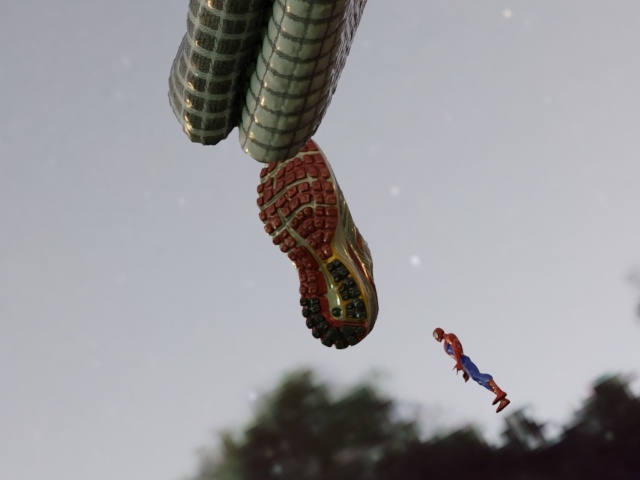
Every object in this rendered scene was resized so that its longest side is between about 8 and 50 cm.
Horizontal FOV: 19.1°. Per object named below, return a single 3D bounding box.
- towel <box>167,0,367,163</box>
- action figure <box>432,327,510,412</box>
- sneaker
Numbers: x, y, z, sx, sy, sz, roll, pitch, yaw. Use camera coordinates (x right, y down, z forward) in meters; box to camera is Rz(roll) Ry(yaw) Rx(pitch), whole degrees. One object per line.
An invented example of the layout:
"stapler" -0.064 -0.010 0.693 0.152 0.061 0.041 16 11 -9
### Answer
"towel" -0.018 -0.228 1.356 0.284 0.121 0.235 -71 -3 -46
"action figure" 0.156 0.134 2.027 0.030 0.115 0.038 -38 -30 1
"sneaker" 0.000 0.000 1.968 0.088 0.225 0.092 -15 0 20
